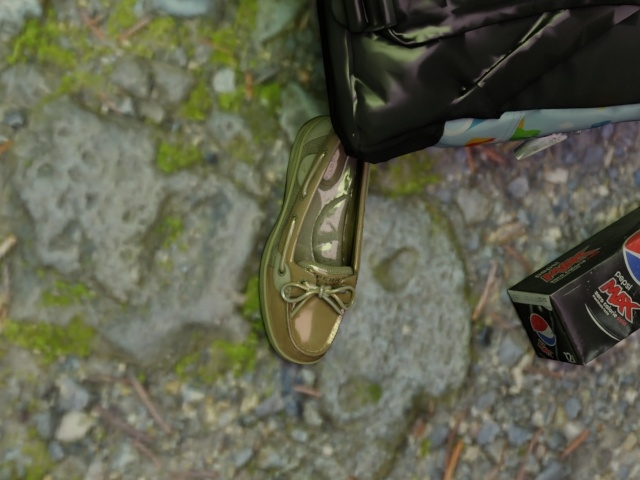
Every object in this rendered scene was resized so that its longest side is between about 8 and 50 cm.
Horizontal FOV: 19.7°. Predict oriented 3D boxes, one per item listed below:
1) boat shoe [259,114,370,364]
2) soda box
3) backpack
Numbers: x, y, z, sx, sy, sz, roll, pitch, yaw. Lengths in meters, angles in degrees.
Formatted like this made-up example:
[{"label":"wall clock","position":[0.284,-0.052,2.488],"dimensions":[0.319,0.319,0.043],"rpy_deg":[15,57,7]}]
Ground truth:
[{"label":"boat shoe","position":[0.002,0.000,1.109],"dimensions":[0.056,0.048,0.153],"rpy_deg":[14,87,-24]},{"label":"soda box","position":[0.209,0.015,1.197],"dimensions":[0.169,0.060,0.053],"rpy_deg":[-31,103,-20]},{"label":"backpack","position":[0.168,-0.200,1.085],"dimensions":[0.355,0.273,0.290],"rpy_deg":[-7,93,-2]}]
